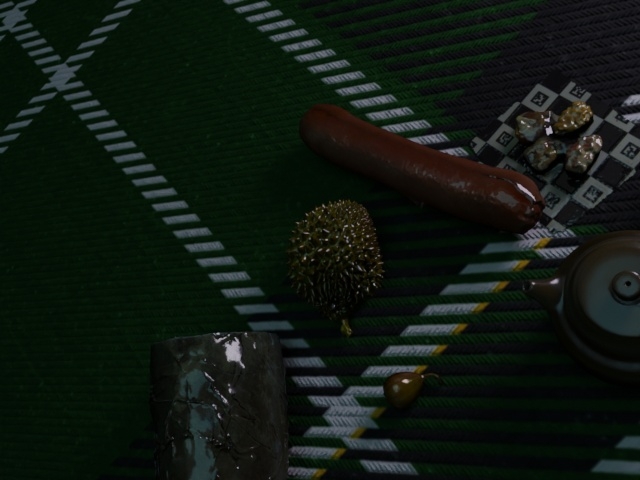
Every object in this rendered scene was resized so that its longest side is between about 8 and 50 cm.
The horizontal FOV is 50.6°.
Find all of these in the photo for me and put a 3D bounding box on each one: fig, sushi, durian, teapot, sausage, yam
[{"bbox_3d":[0.128,0.203,0.943,0.083,0.050,0.050,-19,63,-1],"label":"fig"},{"bbox_3d":[0.339,-0.142,0.971,0.193,0.040,0.210,-41,59,7],"label":"sushi"},{"bbox_3d":[0.024,0.046,0.998,0.147,0.102,0.208,-7,96,-13],"label":"durian"},{"bbox_3d":[0.377,0.076,0.795,0.268,0.175,0.185,4,75,27],"label":"teapot"},{"bbox_3d":[0.140,-0.112,1.027,0.419,0.094,0.094,26,125,30],"label":"sausage"},{"bbox_3d":[-0.151,0.267,0.973,0.202,0.201,0.271,-15,72,21],"label":"yam"}]

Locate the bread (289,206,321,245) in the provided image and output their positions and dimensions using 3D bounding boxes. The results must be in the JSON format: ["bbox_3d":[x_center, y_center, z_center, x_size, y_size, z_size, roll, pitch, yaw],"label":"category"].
[{"bbox_3d":[0.000,0.000,1.064,0.083,0.044,0.110,35,87,-8],"label":"bread"}]
